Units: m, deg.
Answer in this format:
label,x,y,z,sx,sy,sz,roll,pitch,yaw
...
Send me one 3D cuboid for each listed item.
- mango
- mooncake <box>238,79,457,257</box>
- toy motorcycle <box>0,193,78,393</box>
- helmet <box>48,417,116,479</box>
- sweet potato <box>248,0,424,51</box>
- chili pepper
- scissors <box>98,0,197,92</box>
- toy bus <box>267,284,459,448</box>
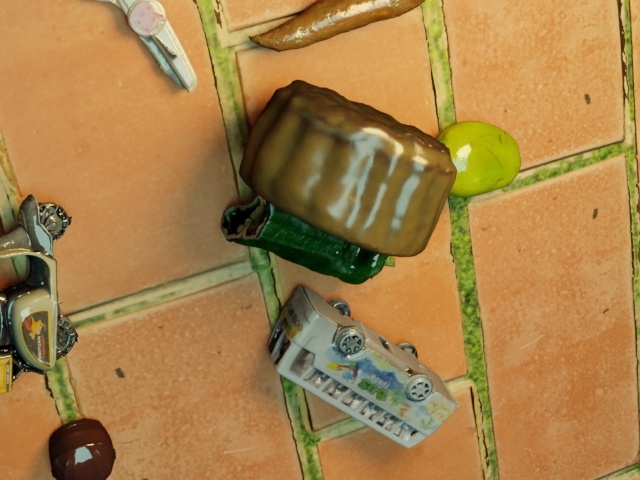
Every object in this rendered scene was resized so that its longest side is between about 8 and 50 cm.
label,x,y,z,sx,sy,sz,roll,pitch,yaw
mango,0.237,-0.129,1.617,0.163,0.089,0.117,-16,107,-30
mooncake,0.040,-0.106,1.427,0.290,0.290,0.161,17,105,-27
toy motorcycle,-0.409,0.069,1.401,0.157,0.091,0.263,-9,108,-39
helmet,-0.349,0.328,1.542,0.098,0.070,0.123,-16,113,-17
sweet potato,0.048,-0.330,1.473,0.314,0.072,0.066,-20,112,-5
chili pepper,0.000,0.000,1.542,0.270,0.136,0.099,14,58,-32
scissors,-0.232,-0.301,1.384,0.118,0.030,0.242,-36,114,-7
toy bus,0.064,0.204,1.655,0.329,0.109,0.136,35,104,-28
